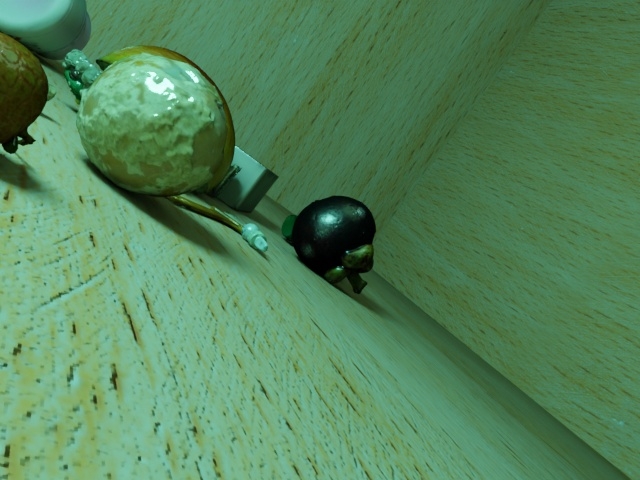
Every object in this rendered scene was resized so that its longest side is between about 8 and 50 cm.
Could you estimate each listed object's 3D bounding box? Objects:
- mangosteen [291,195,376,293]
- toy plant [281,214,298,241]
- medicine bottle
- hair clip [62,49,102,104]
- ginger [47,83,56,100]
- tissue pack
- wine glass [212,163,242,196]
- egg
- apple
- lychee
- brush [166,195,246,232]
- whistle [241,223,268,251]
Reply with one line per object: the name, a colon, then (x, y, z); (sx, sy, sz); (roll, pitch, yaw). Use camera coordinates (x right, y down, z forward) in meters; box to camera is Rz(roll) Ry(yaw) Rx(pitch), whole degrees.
mangosteen: (0.046, 0.014, 1.458); (0.211, 0.211, 0.249); (13, 54, -83)
toy plant: (0.003, 0.002, 1.719); (0.243, 0.112, 0.232); (30, 8, -6)
medicine bottle: (-0.790, -0.656, 1.688); (0.256, 0.256, 0.325); (36, -5, -7)
hair clip: (-0.394, -0.239, 1.163); (0.321, 0.091, 0.138); (35, -24, 17)
ginger: (-0.524, -0.297, 0.912); (0.259, 0.065, 0.149); (39, 6, 22)
tissue pack: (-0.229, -0.174, 1.629); (0.159, 0.136, 0.246); (37, 3, 2)
wine glass: (-0.297, -0.199, 1.444); (0.204, 0.111, 0.111); (38, 3, -9)
egg: (-0.229, -0.157, 0.829); (0.233, 0.194, 0.195); (20, -10, 48)
apple: (-0.292, -0.266, 1.260); (0.346, 0.179, 0.254); (58, 8, -30)
lychee: (-0.292, -0.132, 0.538); (0.114, 0.101, 0.140); (44, 3, 35)
brush: (-0.208, -0.053, 1.122); (0.090, 0.017, 0.314); (34, 3, 21)
whistle: (-0.122, -0.005, 1.133); (0.035, 0.035, 0.100); (34, 5, -37)
